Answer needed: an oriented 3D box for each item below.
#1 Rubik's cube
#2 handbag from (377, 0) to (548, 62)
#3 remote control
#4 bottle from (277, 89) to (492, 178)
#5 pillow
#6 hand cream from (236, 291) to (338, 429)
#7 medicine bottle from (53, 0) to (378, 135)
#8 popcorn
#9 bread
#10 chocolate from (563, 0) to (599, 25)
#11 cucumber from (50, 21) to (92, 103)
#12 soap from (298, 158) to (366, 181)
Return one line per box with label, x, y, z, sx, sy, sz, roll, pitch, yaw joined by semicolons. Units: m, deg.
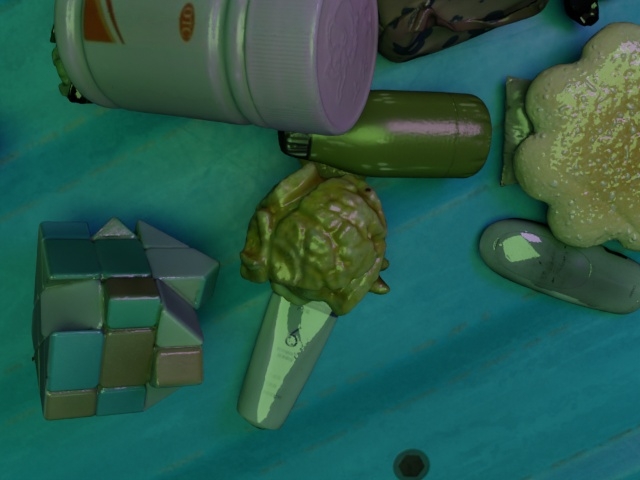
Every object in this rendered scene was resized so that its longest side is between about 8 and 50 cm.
Rubik's cube;-0.250;0.095;0.957;0.213;0.265;0.224;-1;122;-26
handbag;0.161;-0.330;0.888;0.252;0.193;0.190;-23;97;2
remote control;0.344;0.037;1.043;0.256;0.045;0.097;17;101;-7
bottle;0.078;-0.135;0.949;0.260;0.112;0.112;0;101;-11
pillow;0.356;-0.148;1.005;0.230;0.050;0.148;-1;97;1
hand cream;-0.032;0.114;1.053;0.109;0.067;0.320;22;92;-5
medicine bottle;-0.112;-0.234;0.846;0.316;0.202;0.202;10;102;20
popcorn;-0.001;0.001;0.938;0.186;0.187;0.167;16;73;21
bread;0.404;-0.125;0.962;0.316;0.054;0.316;0;108;0
chocolate;0.388;-0.434;0.918;0.148;0.126;0.343;-2;109;-42
cucumber;-0.284;-0.272;0.940;0.086;0.115;0.193;1;105;-33
soap;-0.001;-0.138;1.003;0.089;0.033;0.168;-21;101;3
